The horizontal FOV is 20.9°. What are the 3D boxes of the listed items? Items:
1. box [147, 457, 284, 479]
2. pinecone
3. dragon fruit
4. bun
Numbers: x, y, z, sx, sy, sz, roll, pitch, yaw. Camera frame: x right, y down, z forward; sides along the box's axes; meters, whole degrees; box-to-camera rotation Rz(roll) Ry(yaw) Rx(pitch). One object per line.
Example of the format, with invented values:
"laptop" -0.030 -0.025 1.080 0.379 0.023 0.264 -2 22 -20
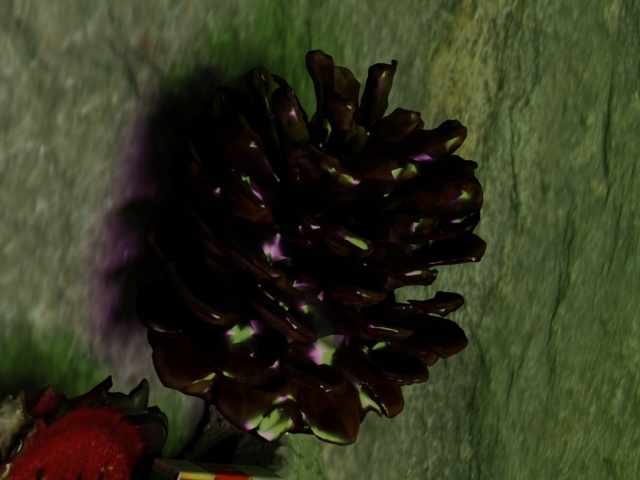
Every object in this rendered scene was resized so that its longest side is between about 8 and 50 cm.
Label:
"box" -0.115 0.284 1.343 0.132 0.034 0.235 16 95 -52
"pinecone" 0.005 -0.001 1.368 0.298 0.242 0.296 -10 116 -51
"dragon fruit" -0.215 0.228 1.270 0.282 0.100 0.343 -49 150 -28
"bun" -0.070 0.220 1.477 0.212 0.126 0.204 -63 150 -16
